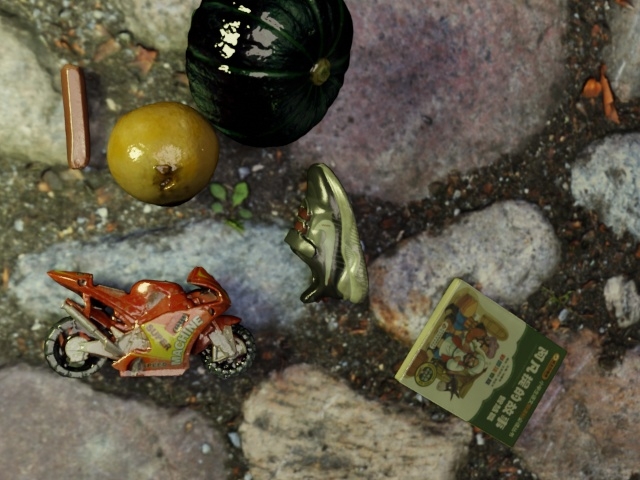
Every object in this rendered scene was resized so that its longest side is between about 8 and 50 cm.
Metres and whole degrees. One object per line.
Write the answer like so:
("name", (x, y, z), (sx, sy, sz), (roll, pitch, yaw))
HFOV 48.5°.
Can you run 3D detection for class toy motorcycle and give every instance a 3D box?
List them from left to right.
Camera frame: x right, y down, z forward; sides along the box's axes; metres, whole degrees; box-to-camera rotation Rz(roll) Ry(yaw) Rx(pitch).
("toy motorcycle", (-0.237, 0.119, 1.017), (0.298, 0.089, 0.171), (3, 94, -18))

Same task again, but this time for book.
("book", (0.283, 0.215, 1.229), (0.264, 0.027, 0.202), (33, 85, -18))

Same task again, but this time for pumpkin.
("pumpkin", (-0.092, -0.259, 0.969), (0.248, 0.248, 0.247), (-2, 97, -18))

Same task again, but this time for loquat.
("loquat", (-0.213, -0.119, 0.969), (0.163, 0.163, 0.137), (-34, 126, -11))

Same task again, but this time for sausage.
("sausage", (-0.337, -0.171, 0.980), (0.035, 0.030, 0.147), (-3, 98, -20))

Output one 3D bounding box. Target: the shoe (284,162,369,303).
("shoe", (0.000, 0.000, 1.080), (0.112, 0.099, 0.227), (-19, 103, -7))
